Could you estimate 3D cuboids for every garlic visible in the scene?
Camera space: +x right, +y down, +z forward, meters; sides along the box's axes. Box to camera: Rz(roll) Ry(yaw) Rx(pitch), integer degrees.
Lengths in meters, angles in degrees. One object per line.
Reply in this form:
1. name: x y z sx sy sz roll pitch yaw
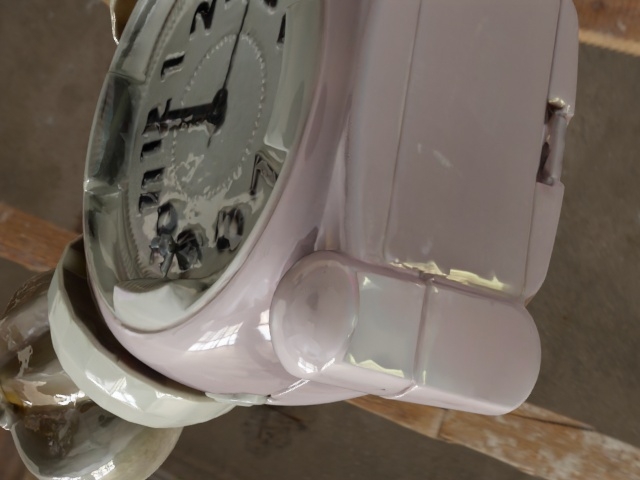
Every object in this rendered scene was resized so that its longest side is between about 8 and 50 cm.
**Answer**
1. garlic: -0.281 0.165 1.462 0.325 0.132 0.279 -14 -88 31

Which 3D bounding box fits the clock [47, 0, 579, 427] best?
1. clock: -0.023 -0.057 0.717 0.326 0.184 0.342 -3 -111 49
